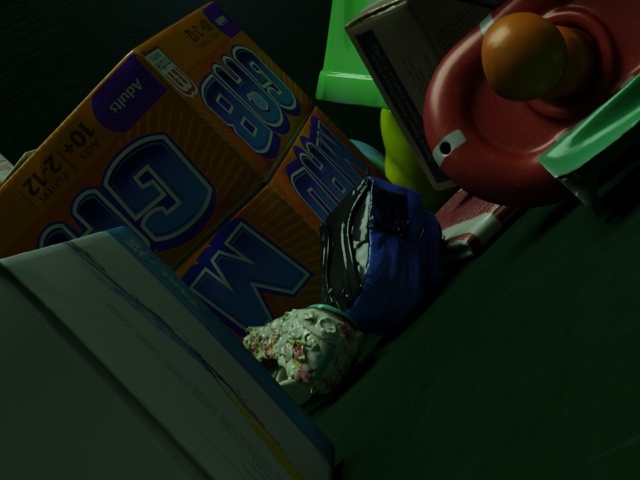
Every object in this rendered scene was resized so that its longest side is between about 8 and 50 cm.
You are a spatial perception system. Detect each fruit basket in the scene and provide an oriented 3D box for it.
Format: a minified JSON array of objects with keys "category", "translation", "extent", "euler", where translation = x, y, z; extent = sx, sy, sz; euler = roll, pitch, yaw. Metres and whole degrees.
[{"category":"fruit basket","translation":[0.185,-0.191,1.508],"extent":[0.283,0.392,0.392],"euler":[14,49,47]}]

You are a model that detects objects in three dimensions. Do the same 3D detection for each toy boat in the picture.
[{"category":"toy boat","translation":[0.161,-0.123,0.854],"extent":[0.231,0.151,0.151],"euler":[-43,-24,31]}]

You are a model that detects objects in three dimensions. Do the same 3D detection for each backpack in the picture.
[{"category":"backpack","translation":[0.055,0.021,1.064],"extent":[0.098,0.101,0.120],"euler":[125,156,-51]}]

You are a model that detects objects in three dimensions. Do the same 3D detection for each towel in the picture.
[{"category":"towel","translation":[0.215,-0.086,1.190],"extent":[0.329,0.037,0.237],"euler":[-45,4,-15]}]

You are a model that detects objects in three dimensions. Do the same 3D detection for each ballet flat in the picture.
[{"category":"ballet flat","translation":[-0.029,0.112,1.082],"extent":[0.241,0.091,0.077],"euler":[130,164,-71]}]

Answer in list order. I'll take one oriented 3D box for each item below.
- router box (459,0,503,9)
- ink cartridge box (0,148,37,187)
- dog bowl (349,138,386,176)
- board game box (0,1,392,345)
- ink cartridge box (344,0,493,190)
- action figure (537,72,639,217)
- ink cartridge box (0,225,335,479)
[{"category":"router box","translation":[0.250,-0.262,0.946],"extent":[0.309,0.081,0.243],"euler":[2,-24,-43]},{"category":"ink cartridge box","translation":[-0.395,-0.047,1.317],"extent":[0.198,0.067,0.115],"euler":[-45,8,4]},{"category":"dog bowl","translation":[0.000,0.000,1.671],"extent":[0.297,0.166,0.074],"euler":[-54,14,0]},{"category":"board game box","translation":[-0.153,-0.001,1.387],"extent":[0.356,0.356,0.356],"euler":[-43,9,19]},{"category":"ink cartridge box","translation":[0.150,-0.193,1.220],"extent":[0.088,0.193,0.235],"euler":[-15,23,43]},{"category":"action figure","translation":[0.235,-0.112,0.741],"extent":[0.232,0.063,0.137],"euler":[-46,-1,11]},{"category":"ink cartridge box","translation":[-0.127,0.133,0.619],"extent":[0.198,0.197,0.270],"euler":[-43,2,3]}]
